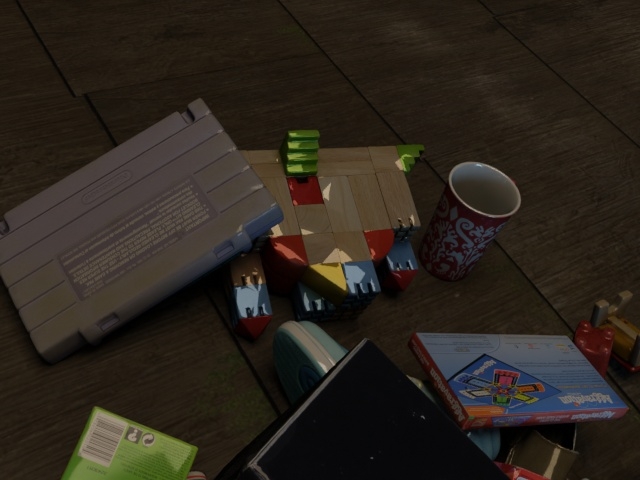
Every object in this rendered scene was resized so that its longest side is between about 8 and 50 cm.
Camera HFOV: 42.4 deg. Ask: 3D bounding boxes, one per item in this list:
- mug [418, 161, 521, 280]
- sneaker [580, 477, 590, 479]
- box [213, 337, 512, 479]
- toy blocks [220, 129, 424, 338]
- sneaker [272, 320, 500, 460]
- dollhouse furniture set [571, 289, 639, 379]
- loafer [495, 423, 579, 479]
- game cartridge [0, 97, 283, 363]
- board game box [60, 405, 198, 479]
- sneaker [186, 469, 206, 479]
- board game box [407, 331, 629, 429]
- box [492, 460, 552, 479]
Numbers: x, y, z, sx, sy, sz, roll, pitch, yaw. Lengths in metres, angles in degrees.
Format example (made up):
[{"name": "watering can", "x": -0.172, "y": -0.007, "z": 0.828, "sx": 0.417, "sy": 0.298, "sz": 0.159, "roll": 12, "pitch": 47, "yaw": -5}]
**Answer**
[{"name": "mug", "x": 0.239, "y": -0.023, "z": 1.285, "sx": 0.150, "sy": 0.169, "sz": 0.113, "roll": -3, "pitch": 50, "yaw": -22}, {"name": "sneaker", "x": 0.394, "y": 0.361, "z": 1.079, "sx": 0.144, "sy": 0.053, "sz": 0.059, "roll": 28, "pitch": 45, "yaw": 5}, {"name": "box", "x": 0.048, "y": 0.320, "z": 0.777, "sx": 0.343, "sy": 0.312, "sz": 0.179, "roll": 45, "pitch": 48, "yaw": 4}, {"name": "toy blocks", "x": 0.000, "y": 0.000, "z": 1.203, "sx": 0.381, "sy": 0.191, "sz": 0.261, "roll": -5, "pitch": 63, "yaw": -21}, {"name": "sneaker", "x": 0.097, "y": 0.201, "z": 1.073, "sx": 0.208, "sy": 0.127, "sz": 0.319, "roll": -32, "pitch": 75, "yaw": -35}, {"name": "dollhouse furniture set", "x": 0.486, "y": 0.255, "z": 1.168, "sx": 0.201, "sy": 0.152, "sz": 0.374, "roll": -14, "pitch": 39, "yaw": -28}, {"name": "loafer", "x": 0.279, "y": 0.290, "z": 1.077, "sx": 0.094, "sy": 0.087, "sz": 0.251, "roll": 25, "pitch": 47, "yaw": 4}, {"name": "game cartridge", "x": -0.251, "y": -0.017, "z": 1.100, "sx": 0.355, "sy": 0.068, "sz": 0.230, "roll": -32, "pitch": 67, "yaw": -8}, {"name": "board game box", "x": -0.234, "y": 0.318, "z": 0.858, "sx": 0.124, "sy": 0.039, "sz": 0.260, "roll": 25, "pitch": 63, "yaw": -9}, {"name": "sneaker", "x": -0.188, "y": 0.315, "z": 0.916, "sx": 0.161, "sy": 0.057, "sz": 0.075, "roll": -13, "pitch": 49, "yaw": -31}, {"name": "board game box", "x": 0.261, "y": 0.179, "z": 1.079, "sx": 0.281, "sy": 0.027, "sz": 0.145, "roll": 5, "pitch": 34, "yaw": -31}, {"name": "box", "x": 0.273, "y": 0.349, "z": 0.935, "sx": 0.256, "sy": 0.122, "sz": 0.128, "roll": 24, "pitch": 74, "yaw": -16}]
